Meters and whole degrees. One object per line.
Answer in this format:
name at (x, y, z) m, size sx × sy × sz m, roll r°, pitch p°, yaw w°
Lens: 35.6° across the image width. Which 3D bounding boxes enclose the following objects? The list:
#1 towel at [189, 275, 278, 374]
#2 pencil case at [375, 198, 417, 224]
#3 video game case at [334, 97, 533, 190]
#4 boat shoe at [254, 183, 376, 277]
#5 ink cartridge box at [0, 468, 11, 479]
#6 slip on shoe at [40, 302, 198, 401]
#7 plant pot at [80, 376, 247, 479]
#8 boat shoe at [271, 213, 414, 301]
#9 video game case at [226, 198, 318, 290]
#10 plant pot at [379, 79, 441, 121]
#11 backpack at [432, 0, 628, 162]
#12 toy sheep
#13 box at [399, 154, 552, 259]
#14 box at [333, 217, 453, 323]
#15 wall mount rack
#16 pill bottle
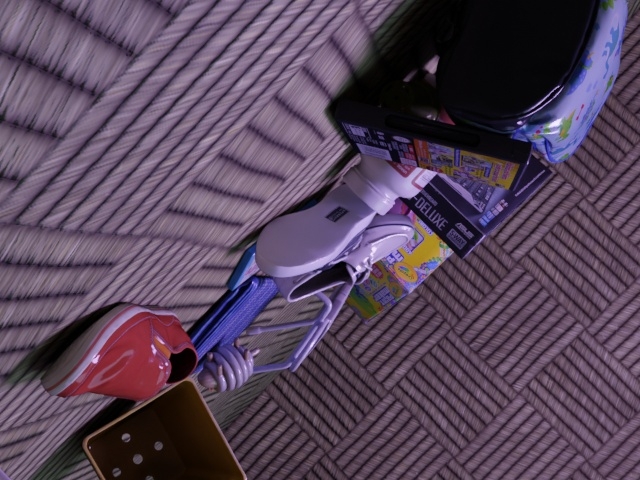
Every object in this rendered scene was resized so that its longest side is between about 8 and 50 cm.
towel at (-0.175, 0.153, 1.830) m, size 0.243 × 0.040 × 0.336 m, roll -47°, pitch 174°, yaw 2°
pencil case at (0.125, -0.069, 1.914) m, size 0.124 × 0.124 × 0.284 m, roll -45°, pitch 172°, yaw 3°
video game case at (0.156, -0.128, 1.364) m, size 0.275 × 0.248 × 0.035 m, roll 27°, pitch 78°, yaw -81°
boat shoe at (-0.009, 0.006, 1.574) m, size 0.301 × 0.108 × 0.102 m, roll -39°, pitch 154°, yaw -53°
ink cartridge box at (-0.421, 0.405, 1.207) m, size 0.119 × 0.207 × 0.353 m, roll -40°, pitch 170°, yaw -38°
slip on shoe at (-0.236, 0.148, 1.241) m, size 0.123 × 0.101 × 0.331 m, roll -44°, pitch 171°, yaw 7°
plant pot at (-0.290, 0.381, 1.720) m, size 0.212 × 0.212 × 0.187 m, roll -30°, pitch -176°, yaw -27°
boat shoe at (0.048, 0.034, 1.721) m, size 0.267 × 0.088 × 0.096 m, roll -17°, pitch 144°, yaw -15°
video game case at (-0.077, 0.007, 1.625) m, size 0.166 × 0.015 × 0.119 m, roll -39°, pitch 170°, yaw -36°
plant pot at (0.121, -0.196, 1.422) m, size 0.083 × 0.083 × 0.079 m, roll -47°, pitch 159°, yaw 13°
backpack at (0.284, -0.242, 1.348) m, size 0.355 × 0.273 × 0.290 m, roll 112°, pitch 2°, yaw -86°
toy sheep at (-0.163, 0.225, 1.792) m, size 0.132 × 0.091 × 0.091 m, roll -23°, pitch 163°, yaw -26°
box at (0.257, -0.130, 1.810) m, size 0.307 × 0.242 × 0.076 m, roll -35°, pitch 167°, yaw -47°
box at (0.183, 0.008, 2.244) m, size 0.279 × 0.177 × 0.290 m, roll -41°, pitch 178°, yaw -25°
wall mount rack at (-0.060, 0.164, 2.019) m, size 0.304 × 0.130 × 0.350 m, roll -53°, pitch 179°, yaw 27°
pill bottle at (0.140, -0.147, 1.570) m, size 0.216 × 0.121 × 0.121 m, roll -46°, pitch 172°, yaw 10°
